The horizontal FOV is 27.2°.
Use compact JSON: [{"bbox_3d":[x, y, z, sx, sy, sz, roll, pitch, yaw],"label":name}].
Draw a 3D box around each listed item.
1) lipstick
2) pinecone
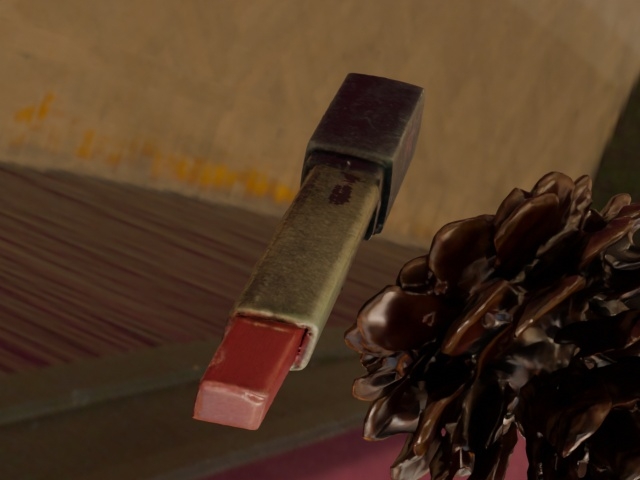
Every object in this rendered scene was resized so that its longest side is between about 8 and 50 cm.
[{"bbox_3d":[0.000,0.000,0.664,0.312,0.051,0.051,-65,168,-58],"label":"lipstick"},{"bbox_3d":[0.120,0.070,0.667,0.208,0.207,0.208,-41,141,-44],"label":"pinecone"}]
